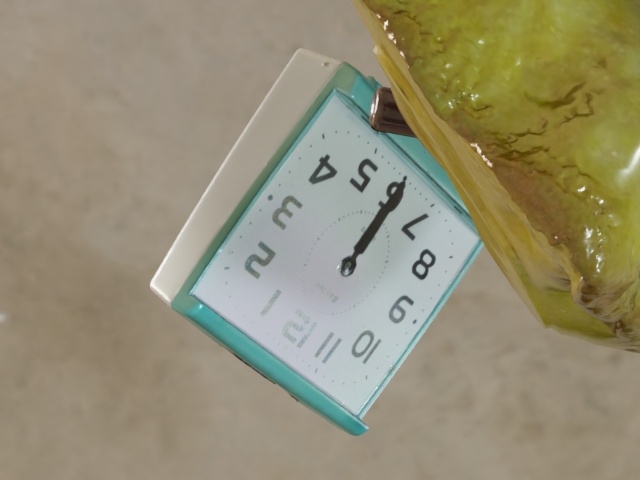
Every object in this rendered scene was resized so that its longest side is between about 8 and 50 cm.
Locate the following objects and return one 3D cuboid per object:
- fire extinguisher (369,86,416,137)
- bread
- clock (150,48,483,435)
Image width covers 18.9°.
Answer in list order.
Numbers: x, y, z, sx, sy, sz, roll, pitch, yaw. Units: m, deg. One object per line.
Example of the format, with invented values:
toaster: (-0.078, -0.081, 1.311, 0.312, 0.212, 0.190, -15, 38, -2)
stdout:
fire extinguisher: (0.116, -0.061, 1.223, 0.173, 0.035, 0.049, 9, 60, -8)
bread: (0.074, -0.042, 0.601, 0.088, 0.233, 0.160, -29, 74, 5)
clock: (0.000, 0.000, 1.525, 0.116, 0.262, 0.231, 31, 84, 42)
